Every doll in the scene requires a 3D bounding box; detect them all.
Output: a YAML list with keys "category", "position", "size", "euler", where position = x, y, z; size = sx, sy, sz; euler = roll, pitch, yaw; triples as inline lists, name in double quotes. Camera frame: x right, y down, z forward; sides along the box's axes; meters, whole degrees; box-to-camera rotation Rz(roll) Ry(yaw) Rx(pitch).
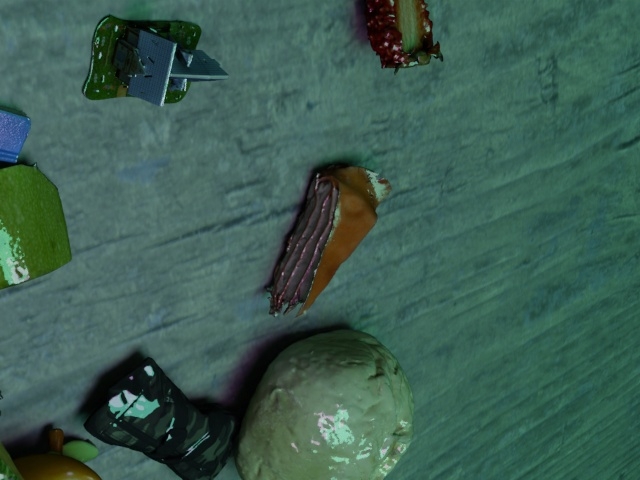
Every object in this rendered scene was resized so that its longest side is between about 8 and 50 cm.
- category: "doll"
  position: [-0.395, 0.373, 1.544]
  size: [0.213, 0.213, 0.236]
  euler: [50, 36, -51]

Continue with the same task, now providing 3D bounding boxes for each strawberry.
- category: "strawberry"
  position: [0.113, -0.357, 1.629]
  size: [0.167, 0.087, 0.208]
  euler: [-25, 109, -59]

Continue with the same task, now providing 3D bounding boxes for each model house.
- category: "model house"
  position: [-0.202, -0.216, 1.379]
  size: [0.167, 0.088, 0.117]
  euler: [-3, 118, -45]

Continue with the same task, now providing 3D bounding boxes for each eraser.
- category: "eraser"
  position: [-0.394, -0.130, 1.288]
  size: [0.084, 0.027, 0.063]
  euler: [12, 107, -50]

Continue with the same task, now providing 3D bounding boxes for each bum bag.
- category: "bum bag"
  position: [-0.232, 0.296, 1.713]
  size: [0.144, 0.095, 0.340]
  euler: [-50, 139, -4]

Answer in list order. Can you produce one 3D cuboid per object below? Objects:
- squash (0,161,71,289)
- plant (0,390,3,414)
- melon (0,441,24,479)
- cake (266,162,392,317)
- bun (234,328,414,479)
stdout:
- category: "squash"
  position: [-0.383, 0.004, 1.336]
  size: [0.191, 0.085, 0.184]
  euler: [-26, 142, -35]
- category: "plant"
  position: [-0.462, 0.248, 1.407]
  size: [0.094, 0.143, 0.092]
  euler: [3, 153, -32]
- category: "melon"
  position: [-0.550, 0.292, 1.266]
  size: [0.343, 0.226, 0.331]
  euler: [-41, 103, -8]
- category: "cake"
  position: [-0.005, -0.002, 1.736]
  size: [0.287, 0.098, 0.135]
  euler: [-58, 143, -5]
- category: "bun"
  position: [0.026, 0.326, 1.876]
  size: [0.349, 0.227, 0.353]
  euler: [-44, 147, -26]
